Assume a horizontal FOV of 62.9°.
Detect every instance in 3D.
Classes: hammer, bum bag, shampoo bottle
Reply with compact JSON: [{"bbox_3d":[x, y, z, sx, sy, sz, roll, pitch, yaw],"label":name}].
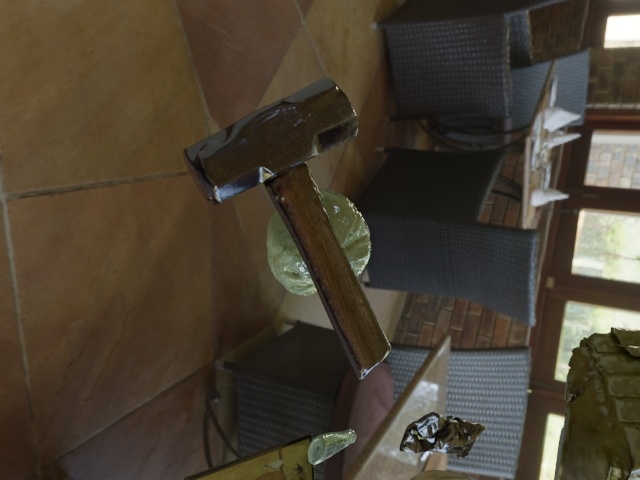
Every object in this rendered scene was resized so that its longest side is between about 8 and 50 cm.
[{"bbox_3d":[0.000,0.000,0.737,0.242,0.095,0.409,-27,93,-16],"label":"hammer"},{"bbox_3d":[0.255,0.400,1.073,0.248,0.069,0.102,25,97,-43],"label":"bum bag"},{"bbox_3d":[0.034,0.497,1.287,0.190,0.041,0.069,16,90,-60],"label":"shampoo bottle"}]

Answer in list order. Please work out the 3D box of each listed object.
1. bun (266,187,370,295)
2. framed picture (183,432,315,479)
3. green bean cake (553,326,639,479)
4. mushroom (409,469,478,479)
[{"bbox_3d":[-0.002,0.010,0.904,0.118,0.195,0.196,-97,180,-62],"label":"bun"},{"bbox_3d":[-0.146,0.616,1.204,0.338,0.014,0.256,-3,89,-38],"label":"framed picture"},{"bbox_3d":[0.451,0.315,0.784,0.285,0.201,0.310,-62,152,-62],"label":"green bean cake"},{"bbox_3d":[0.168,0.369,0.684,0.154,0.154,0.123,39,62,-59],"label":"mushroom"}]
